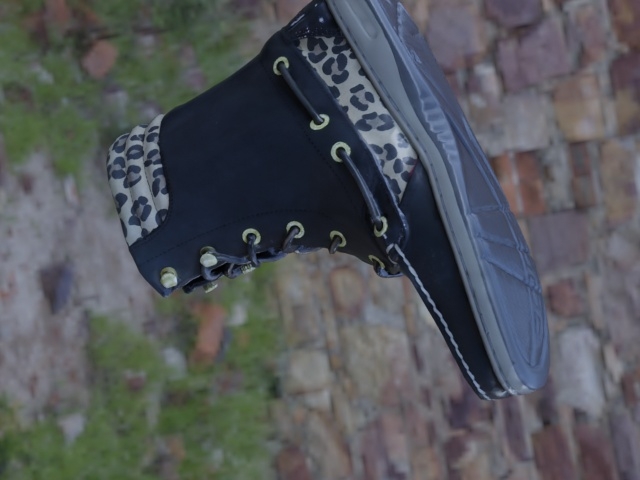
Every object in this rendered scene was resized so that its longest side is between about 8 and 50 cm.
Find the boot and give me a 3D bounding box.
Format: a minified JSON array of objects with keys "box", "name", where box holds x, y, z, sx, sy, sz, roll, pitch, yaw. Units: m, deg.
[{"box":[0.000,-0.001,0.749,0.085,0.178,0.236,19,45,-63],"name":"boot"}]
